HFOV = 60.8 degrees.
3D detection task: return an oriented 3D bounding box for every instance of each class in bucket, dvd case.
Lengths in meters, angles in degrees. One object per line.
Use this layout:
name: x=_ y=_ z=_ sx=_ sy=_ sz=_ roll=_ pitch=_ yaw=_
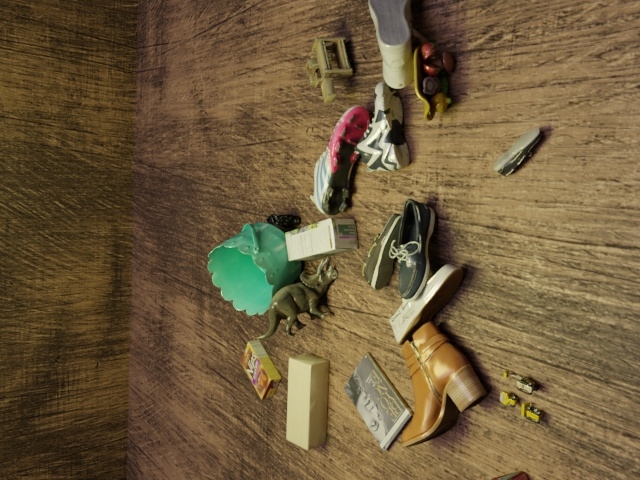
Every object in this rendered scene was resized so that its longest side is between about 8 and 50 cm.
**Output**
bucket: x=-0.211 y=0.085 z=1.780 sx=0.281 sy=0.183 sz=0.281 roll=21 pitch=132 yaw=26
dvd case: x=0.157 y=0.453 z=1.540 sx=0.221 sy=0.018 sz=0.165 roll=52 pitch=129 yaw=36

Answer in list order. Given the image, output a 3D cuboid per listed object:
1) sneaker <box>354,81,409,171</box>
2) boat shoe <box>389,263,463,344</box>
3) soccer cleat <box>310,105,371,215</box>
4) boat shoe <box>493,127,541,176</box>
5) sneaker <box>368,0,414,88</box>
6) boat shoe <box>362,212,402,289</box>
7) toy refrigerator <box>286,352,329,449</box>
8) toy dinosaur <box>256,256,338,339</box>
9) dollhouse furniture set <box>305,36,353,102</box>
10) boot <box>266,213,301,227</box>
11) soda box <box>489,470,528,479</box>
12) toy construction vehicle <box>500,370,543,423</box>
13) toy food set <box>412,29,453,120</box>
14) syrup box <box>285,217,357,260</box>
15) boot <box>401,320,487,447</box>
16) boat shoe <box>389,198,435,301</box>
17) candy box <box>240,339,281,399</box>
sneaker: x=0.145 y=-0.292 z=1.463 sx=0.153 sy=0.094 sz=0.235 roll=-13 pitch=91 yaw=42
boat shoe: x=0.246 y=0.144 z=1.353 sx=0.096 sy=0.098 sz=0.277 roll=56 pitch=133 yaw=32
soccer cleat: x=0.041 y=-0.238 z=1.581 sx=0.143 sy=0.116 sz=0.331 roll=42 pitch=121 yaw=49
boat shoe: x=0.426 y=-0.185 z=1.162 sx=0.125 sy=0.038 sz=0.046 roll=-48 pitch=14 yaw=34
sneaker: x=0.184 y=-0.518 z=1.383 sx=0.108 sy=0.169 sz=0.293 roll=-3 pitch=56 yaw=11
boat shoe: x=0.167 y=0.022 z=1.459 sx=0.068 sy=0.081 sz=0.228 roll=39 pitch=124 yaw=39
toy refrigerator: x=-0.038 y=0.506 z=1.730 sx=0.102 sy=0.094 sz=0.270 roll=6 pitch=97 yaw=44
toy dinosaur: x=-0.079 y=0.195 z=1.680 sx=0.160 sy=0.313 sz=0.121 roll=60 pitch=166 yaw=-1
dollhouse furniture set: x=0.033 y=-0.481 z=1.627 sx=0.161 sy=0.101 sz=0.182 roll=136 pitch=125 yaw=-72
boot: x=-0.135 y=-0.067 z=1.817 sx=0.121 sy=0.099 sz=0.045 roll=1 pitch=91 yaw=51
soda box: x=0.435 y=0.637 z=1.149 sx=0.092 sy=0.083 sz=0.263 roll=-42 pitch=59 yaw=43
toy construction vehicle: x=0.438 y=0.335 z=1.178 sx=0.098 sy=0.035 sz=0.086 roll=15 pitch=114 yaw=53
toy food set: x=0.274 y=-0.396 z=1.289 sx=0.071 sy=0.128 sz=0.218 roll=-6 pitch=82 yaw=31
syrup box: x=0.000 y=0.000 z=1.657 sx=0.236 sy=0.093 sz=0.096 roll=-17 pitch=78 yaw=50
boot: x=0.251 y=0.358 z=1.344 sx=0.220 sy=0.109 sz=0.283 roll=56 pitch=130 yaw=32
boat shoe: x=0.220 y=0.020 z=1.328 sx=0.095 sy=0.079 sz=0.255 roll=-10 pitch=61 yaw=57
candy box: x=-0.220 y=0.468 z=1.986 sx=0.187 sy=0.053 sz=0.109 roll=51 pitch=130 yaw=38
